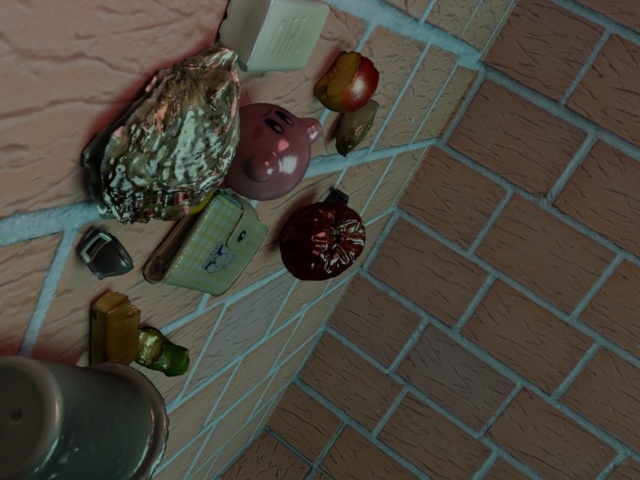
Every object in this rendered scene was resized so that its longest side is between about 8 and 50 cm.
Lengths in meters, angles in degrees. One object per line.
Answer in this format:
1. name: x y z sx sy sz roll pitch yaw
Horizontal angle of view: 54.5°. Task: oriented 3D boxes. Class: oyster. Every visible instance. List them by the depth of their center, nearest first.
1. oyster: -0.205 -0.139 0.865 0.267 0.112 0.199 -40 140 -28

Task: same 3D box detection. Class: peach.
1. peach: 0.061 -0.334 1.341 0.118 0.151 0.151 38 84 -33

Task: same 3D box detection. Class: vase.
1. vase: -0.392 0.287 0.933 0.245 0.245 0.291 -54 163 -10

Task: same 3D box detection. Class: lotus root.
1. lotus root: 0.080 -0.290 1.597 0.144 0.070 0.143 -54 174 -27

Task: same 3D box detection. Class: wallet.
1. wallet: -0.216 0.010 1.256 0.223 0.077 0.309 -52 166 -2

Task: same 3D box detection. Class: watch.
1. watch: 0.021 -0.073 1.933 0.193 0.068 0.206 -49 169 -43

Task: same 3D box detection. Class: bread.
1. bread: -0.368 0.166 1.116 0.088 0.049 0.226 -43 161 -45

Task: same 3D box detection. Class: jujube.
1. jujube: 0.000 0.000 1.721 0.232 0.213 0.213 -21 146 -42

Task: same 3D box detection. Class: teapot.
1. teapot: -0.321 0.022 0.922 0.057 0.066 0.088 -36 141 -10

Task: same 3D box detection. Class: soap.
1. soap: -0.070 -0.325 0.951 0.198 0.066 0.119 -32 151 -61

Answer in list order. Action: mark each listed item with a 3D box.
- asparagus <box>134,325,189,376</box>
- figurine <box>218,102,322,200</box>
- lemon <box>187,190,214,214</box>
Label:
1. asparagus: -0.344 0.258 1.374 0.343 0.085 0.082 81 20 -69
2. figurine: -0.096 -0.151 1.058 0.173 0.173 0.173 -52 167 -17
3. lemon: -0.208 -0.090 0.991 0.082 0.082 0.111 -40 166 -52
